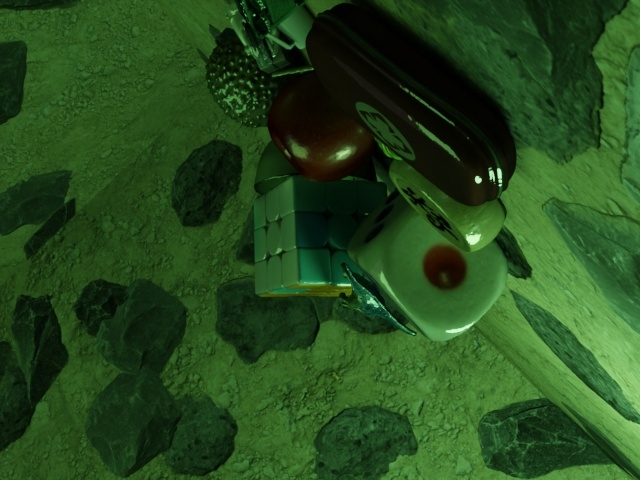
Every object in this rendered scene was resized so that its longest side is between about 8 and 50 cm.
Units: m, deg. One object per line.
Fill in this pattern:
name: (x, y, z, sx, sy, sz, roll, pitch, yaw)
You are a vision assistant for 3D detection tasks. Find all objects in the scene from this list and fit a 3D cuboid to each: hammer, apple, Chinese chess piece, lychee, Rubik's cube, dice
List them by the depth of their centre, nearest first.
Chinese chess piece: (0.253, -0.092, 1.489, 0.257, 0.104, 0.257, 46, 179, 1)
hammer: (-0.034, -0.371, 1.571, 0.195, 0.028, 0.060, -1, 144, 35)
apple: (0.003, -0.264, 1.694, 0.260, 0.216, 0.260, 49, 177, 4)
dice: (0.254, 0.043, 1.791, 0.304, 0.277, 0.304, 44, 177, -10)
lychee: (-0.168, -0.424, 1.910, 0.255, 0.255, 0.274, 46, 141, 10)
Rubik's cube: (0.000, 0.000, 2.046, 0.291, 0.290, 0.291, 3, 169, -26)

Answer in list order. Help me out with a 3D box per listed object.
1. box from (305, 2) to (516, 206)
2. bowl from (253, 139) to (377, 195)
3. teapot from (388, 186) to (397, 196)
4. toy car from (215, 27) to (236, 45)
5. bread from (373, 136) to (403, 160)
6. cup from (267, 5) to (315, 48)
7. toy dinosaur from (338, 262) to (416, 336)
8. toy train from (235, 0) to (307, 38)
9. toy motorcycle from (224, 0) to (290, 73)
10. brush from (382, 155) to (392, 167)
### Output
box: (0.138, -0.213, 1.190, 0.404, 0.108, 0.263, 43, 177, 22)
bowl: (-0.012, -0.233, 2.113, 0.354, 0.354, 0.185, 55, -146, -79)
teapot: (0.241, -0.101, 2.024, 0.111, 0.149, 0.108, -9, 116, 39)
toy car: (-0.192, -0.542, 2.072, 0.191, 0.100, 0.097, 27, 180, -7)
bread: (0.137, -0.215, 1.398, 0.130, 0.071, 0.139, 120, 132, -67)
cup: (-0.068, -0.429, 1.460, 0.116, 0.104, 0.074, 44, 164, -27)
toy dinosaur: (0.111, 0.137, 1.828, 0.147, 0.076, 0.363, 19, 160, 43)
toy train: (-0.117, -0.470, 1.220, 0.178, 0.138, 0.330, 50, 178, 9)
toy motorcycle: (-0.138, -0.471, 1.600, 0.341, 0.108, 0.223, -62, -51, -80)
brush: (0.225, -0.163, 1.953, 0.164, 0.014, 0.051, 45, 179, 14)
